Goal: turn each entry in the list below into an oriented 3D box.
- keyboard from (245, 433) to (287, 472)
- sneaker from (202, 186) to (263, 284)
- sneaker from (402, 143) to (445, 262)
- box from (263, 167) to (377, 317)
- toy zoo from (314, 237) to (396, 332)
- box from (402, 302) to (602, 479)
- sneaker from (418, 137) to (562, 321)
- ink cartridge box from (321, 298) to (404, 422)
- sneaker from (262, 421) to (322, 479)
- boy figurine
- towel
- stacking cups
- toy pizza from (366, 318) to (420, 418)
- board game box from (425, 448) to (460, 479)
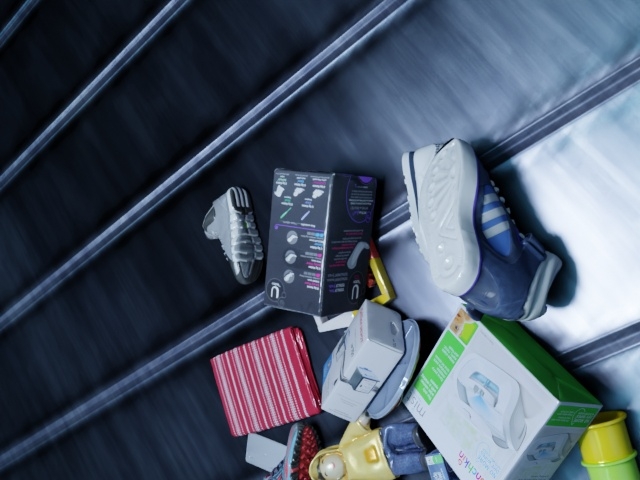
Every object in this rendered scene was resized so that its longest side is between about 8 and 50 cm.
[{"bbox_3d":[-0.067,0.498,1.622,0.256,0.014,0.072,11,92,34],"label":"keyboard"},{"bbox_3d":[-0.208,0.002,1.672,0.132,0.086,0.228,-21,69,39],"label":"sneaker"},{"bbox_3d":[0.220,-0.065,1.363,0.095,0.090,0.235,-12,87,20],"label":"sneaker"},{"bbox_3d":[0.000,0.000,1.426,0.143,0.165,0.270,8,96,34],"label":"box"},{"bbox_3d":[0.040,0.064,1.521,0.192,0.030,0.293,-30,75,32],"label":"toy zoo"},{"bbox_3d":[0.298,0.278,1.243,0.231,0.127,0.262,-62,38,20],"label":"box"},{"bbox_3d":[0.304,-0.008,1.264,0.130,0.236,0.323,-43,34,44],"label":"sneaker"},{"bbox_3d":[0.080,0.233,1.416,0.082,0.139,0.190,23,116,-10],"label":"ink cartridge box"},{"bbox_3d":[-0.077,0.512,1.557,0.125,0.104,0.262,8,91,37],"label":"sneaker"},{"bbox_3d":[0.099,0.425,1.454,0.285,0.092,0.177,-20,80,30],"label":"boy figurine"},{"bbox_3d":[-0.125,0.323,1.645,0.275,0.031,0.199,-25,78,34],"label":"towel"},{"bbox_3d":[0.493,0.443,1.184,0.096,0.096,0.316,-17,85,34],"label":"stacking cups"},{"bbox_3d":[0.144,0.246,1.384,0.032,0.201,0.201,25,110,-11],"label":"toy pizza"},{"bbox_3d":[0.262,0.467,1.312,0.035,0.136,0.201,-22,78,34],"label":"board game box"}]
